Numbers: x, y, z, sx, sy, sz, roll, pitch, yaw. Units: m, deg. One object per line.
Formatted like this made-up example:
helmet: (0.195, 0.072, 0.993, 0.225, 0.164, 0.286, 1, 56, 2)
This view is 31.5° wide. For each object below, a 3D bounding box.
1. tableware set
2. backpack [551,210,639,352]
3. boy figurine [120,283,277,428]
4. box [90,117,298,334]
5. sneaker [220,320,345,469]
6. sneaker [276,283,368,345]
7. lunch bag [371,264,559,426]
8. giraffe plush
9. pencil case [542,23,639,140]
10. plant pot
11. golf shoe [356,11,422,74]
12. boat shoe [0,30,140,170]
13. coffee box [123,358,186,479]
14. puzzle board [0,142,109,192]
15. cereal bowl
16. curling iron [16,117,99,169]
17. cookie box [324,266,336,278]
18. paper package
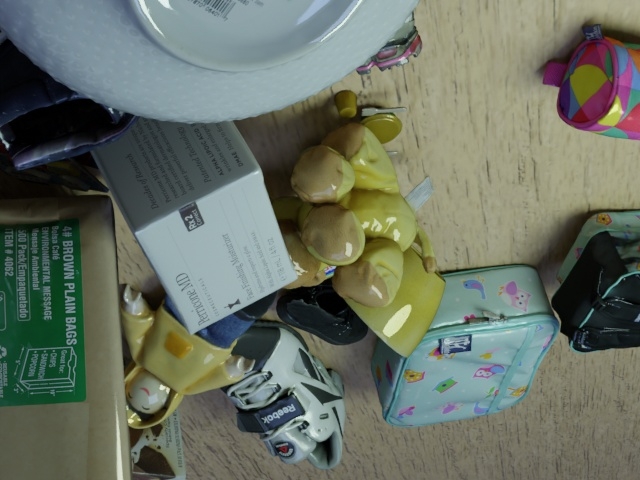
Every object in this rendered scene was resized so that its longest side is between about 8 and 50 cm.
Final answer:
tableware set: (0.028, -0.098, 1.172, 0.104, 0.024, 0.154, -3, 148, -8)
backpack: (0.393, 0.051, 1.395, 0.188, 0.144, 0.166, 4, 135, -13)
boy figurine: (-0.172, 0.121, 1.358, 0.177, 0.092, 0.285, 36, 126, -8)
box: (-0.123, -0.046, 1.030, 0.119, 0.182, 0.181, -28, 146, -7)
sneaker: (-0.052, 0.214, 1.517, 0.122, 0.146, 0.330, -24, 144, 22)
sneaker: (0.014, 0.089, 1.410, 0.170, 0.051, 0.089, 20, 154, -35)
lunch bag: (0.193, 0.146, 1.517, 0.224, 0.107, 0.279, -4, 147, -11)
giraffe plush: (0.000, -0.013, 1.155, 0.171, 0.181, 0.210, -16, 179, 32)
pencil case: (0.346, -0.142, 1.135, 0.236, 0.104, 0.104, 9, 143, -25)
plant pot: (0.092, 0.058, 1.350, 0.095, 0.134, 0.134, -44, 140, 8)
golf shoe: (-0.009, -0.181, 1.003, 0.186, 0.067, 0.086, -16, 120, 9)
boat shoe: (-0.124, -0.169, 0.883, 0.341, 0.158, 0.127, -22, 146, 16)
coffee box: (-0.333, 0.236, 1.438, 0.297, 0.168, 0.119, 13, 140, -34)
puzzle board: (-0.272, -0.074, 1.059, 0.128, 0.011, 0.096, 11, 159, 28)
cereal bowl: (-0.056, -0.207, 0.696, 0.339, 0.141, 0.339, -14, 133, -15)
curling iron: (-0.226, -0.096, 1.079, 0.068, 0.035, 0.274, -30, 143, 27)
cookie box: (0.000, 0.000, 1.293, 0.092, 0.040, 0.107, -24, 146, 16)
paper package: (-0.266, 0.129, 1.069, 0.168, 0.324, 0.309, -3, 178, -12)
